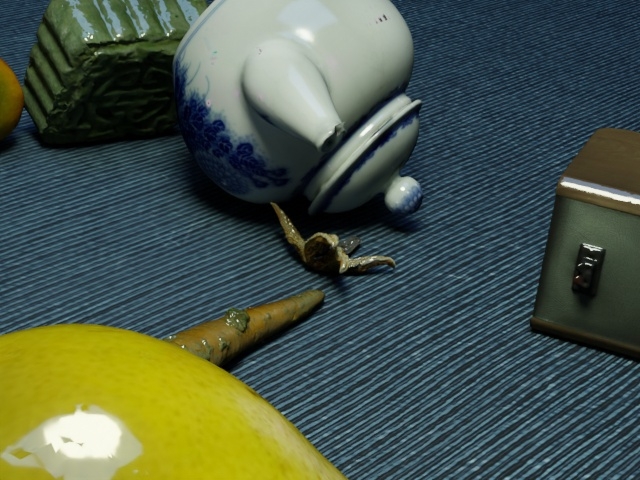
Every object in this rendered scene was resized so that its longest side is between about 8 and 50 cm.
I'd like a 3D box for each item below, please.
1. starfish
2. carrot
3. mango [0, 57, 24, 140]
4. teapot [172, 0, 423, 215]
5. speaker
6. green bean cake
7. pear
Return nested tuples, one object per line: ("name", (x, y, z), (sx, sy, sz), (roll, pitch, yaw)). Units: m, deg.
("starfish", (-0.001, 0.005, 1.319), (0.130, 0.041, 0.133), (27, 5, 26))
("carrot", (-0.068, 0.078, 1.155), (0.049, 0.049, 0.254), (21, 25, 28))
("mango", (-0.443, -0.169, 1.418), (0.289, 0.129, 0.146), (23, 37, -29))
("teapot", (-0.001, -0.130, 1.401), (0.280, 0.252, 0.424), (45, 7, 3))
("speaker", (0.328, 0.014, 1.248), (0.231, 0.153, 0.192), (15, 26, 17))
("green bean cake", (-0.216, -0.188, 1.500), (0.185, 0.183, 0.094), (-11, 62, -33))
("pear", (-0.097, 0.174, 0.691), (0.285, 0.285, 0.336), (26, 17, 35))
